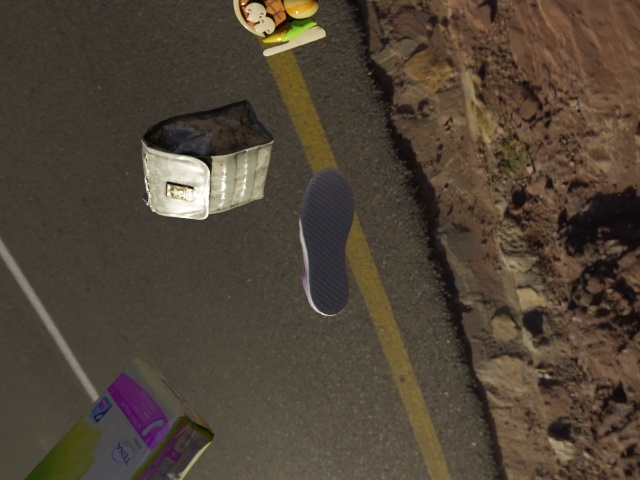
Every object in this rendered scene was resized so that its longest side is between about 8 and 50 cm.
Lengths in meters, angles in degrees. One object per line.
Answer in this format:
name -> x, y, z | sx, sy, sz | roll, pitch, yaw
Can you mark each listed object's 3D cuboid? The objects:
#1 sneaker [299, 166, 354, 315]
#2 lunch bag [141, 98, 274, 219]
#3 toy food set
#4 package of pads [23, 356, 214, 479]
sneaker -> -0.001, 0.000, 1.022 | 0.102, 0.161, 0.281 | 4, 90, -8
lunch bag -> -0.275, -0.175, 1.202 | 0.168, 0.287, 0.235 | 57, 152, 23
toy food set -> -0.071, -0.373, 0.805 | 0.133, 0.038, 0.192 | -17, 146, 12
package of pads -> -0.341, 0.374, 0.849 | 0.229, 0.296, 0.101 | 22, 157, 47
